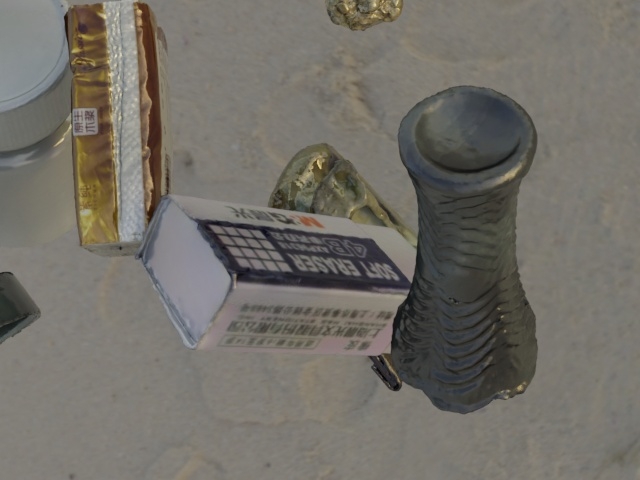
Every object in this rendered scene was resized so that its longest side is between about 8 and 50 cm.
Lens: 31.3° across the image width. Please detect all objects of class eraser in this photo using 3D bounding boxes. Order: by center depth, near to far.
[{"bbox_3d":[-0.012,0.035,1.029,0.130,0.287,0.086,49,120,37],"label":"eraser"}]

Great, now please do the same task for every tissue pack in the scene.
[{"bbox_3d":[-0.186,-0.100,1.095,0.091,0.183,0.226,-5,86,-5],"label":"tissue pack"}]

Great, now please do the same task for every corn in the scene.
[{"bbox_3d":[0.036,-0.331,1.235,0.087,0.087,0.211,-11,84,25],"label":"corn"}]

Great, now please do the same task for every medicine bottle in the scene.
[{"bbox_3d":[-0.373,-0.148,1.353,0.211,0.371,0.211,3,68,-7],"label":"medicine bottle"}]

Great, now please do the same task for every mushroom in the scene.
[{"bbox_3d":[-0.004,0.006,1.514,0.217,0.292,0.212,-40,69,5],"label":"mushroom"}]

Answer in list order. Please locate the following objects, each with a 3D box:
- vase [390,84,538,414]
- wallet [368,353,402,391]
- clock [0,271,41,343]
[{"bbox_3d":[0.094,0.009,0.738,0.115,0.237,0.115,-3,55,4],"label":"vase"},{"bbox_3d":[0.117,0.117,1.761,0.039,0.243,0.133,-26,104,32],"label":"wallet"},{"bbox_3d":[-0.405,0.122,1.112,0.280,0.280,0.055,-32,90,22],"label":"clock"}]
